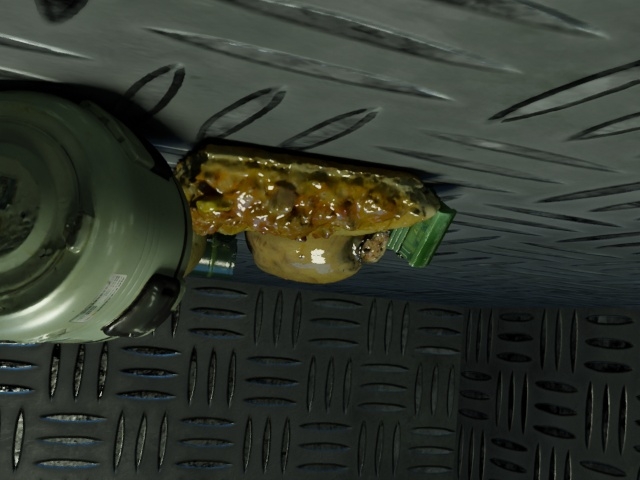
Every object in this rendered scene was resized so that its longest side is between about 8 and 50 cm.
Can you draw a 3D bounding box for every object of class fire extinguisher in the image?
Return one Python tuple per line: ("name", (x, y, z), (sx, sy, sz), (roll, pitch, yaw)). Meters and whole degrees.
("fire extinguisher", (-0.301, 0.008, 1.487), (0.295, 0.093, 0.118), (8, 173, -12))

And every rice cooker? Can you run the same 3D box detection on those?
("rice cooker", (-0.235, -0.012, 0.746), (0.226, 0.225, 0.244), (4, 170, 9))

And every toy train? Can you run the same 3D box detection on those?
("toy train", (0.116, -0.014, 0.946), (0.038, 0.093, 0.056), (-5, -141, -45))

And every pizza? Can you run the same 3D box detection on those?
("pizza", (-0.035, -0.040, 0.943), (0.269, 0.087, 0.258), (5, 177, -16))

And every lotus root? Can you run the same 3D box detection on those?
("lotus root", (0.000, 0.000, 1.105), (0.221, 0.118, 0.125), (6, -169, 19))

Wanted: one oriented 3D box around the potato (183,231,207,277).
("potato", (-0.258, -0.007, 1.182), (0.157, 0.157, 0.194), (10, -175, -38))
